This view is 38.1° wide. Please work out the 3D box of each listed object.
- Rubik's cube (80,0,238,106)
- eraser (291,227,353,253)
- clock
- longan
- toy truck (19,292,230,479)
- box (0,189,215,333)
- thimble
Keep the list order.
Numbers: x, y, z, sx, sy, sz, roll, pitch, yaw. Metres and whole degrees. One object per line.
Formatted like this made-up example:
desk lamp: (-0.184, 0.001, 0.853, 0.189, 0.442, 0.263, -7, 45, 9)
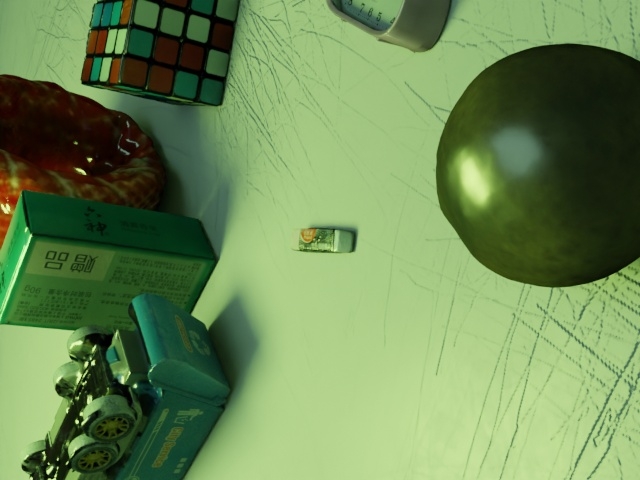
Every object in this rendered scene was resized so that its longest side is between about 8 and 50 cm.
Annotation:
Rubik's cube: (-0.219, -0.270, 1.250, 0.154, 0.151, 0.155, 16, 97, 55)
eraser: (0.000, 0.000, 0.987, 0.099, 0.019, 0.027, 2, 85, 57)
clock: (0.068, -0.256, 0.914, 0.152, 0.050, 0.110, 44, 119, 50)
longan: (0.162, -0.050, 0.647, 0.187, 0.167, 0.168, 124, 143, -66)
toy truck: (-0.254, 0.238, 1.171, 0.367, 0.175, 0.146, -58, 39, 30)
box: (-0.279, 0.037, 1.188, 0.153, 0.244, 0.092, -60, 39, 28)
thimble: (-0.410, -0.073, 1.324, 0.231, 0.350, 0.350, -62, 39, 27)
